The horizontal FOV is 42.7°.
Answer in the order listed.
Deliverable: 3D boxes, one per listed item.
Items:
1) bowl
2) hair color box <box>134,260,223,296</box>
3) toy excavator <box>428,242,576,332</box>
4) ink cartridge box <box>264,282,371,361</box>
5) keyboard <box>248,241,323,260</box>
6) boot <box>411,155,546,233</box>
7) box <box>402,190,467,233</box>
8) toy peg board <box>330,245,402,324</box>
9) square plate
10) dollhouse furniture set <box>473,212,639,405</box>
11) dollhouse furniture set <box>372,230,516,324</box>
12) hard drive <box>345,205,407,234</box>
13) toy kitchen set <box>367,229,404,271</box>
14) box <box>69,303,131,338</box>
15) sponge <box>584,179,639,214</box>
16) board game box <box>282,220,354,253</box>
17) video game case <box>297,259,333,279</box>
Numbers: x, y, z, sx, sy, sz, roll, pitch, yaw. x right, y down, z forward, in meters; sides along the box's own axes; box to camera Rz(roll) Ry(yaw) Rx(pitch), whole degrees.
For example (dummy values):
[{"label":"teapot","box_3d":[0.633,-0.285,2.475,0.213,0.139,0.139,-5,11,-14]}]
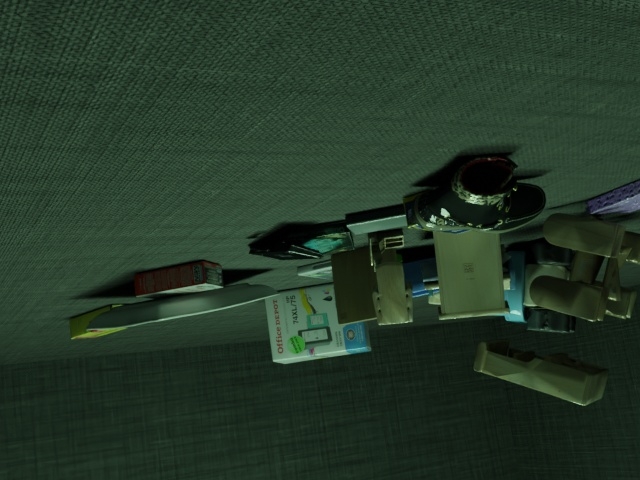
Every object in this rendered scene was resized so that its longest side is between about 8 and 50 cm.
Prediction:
[{"label":"bowl","box_3d":[0.226,0.103,2.078,0.390,0.077,0.391,-11,173,-1]},{"label":"hair color box","box_3d":[-0.304,0.087,1.764,0.167,0.054,0.093,-10,170,16]},{"label":"toy excavator","box_3d":[0.475,0.128,2.249,0.445,0.223,0.433,3,174,23]},{"label":"ink cartridge box","box_3d":[-0.005,0.239,2.368,0.270,0.198,0.197,-10,169,6]},{"label":"keyboard","box_3d":[-0.079,0.018,1.559,0.108,0.023,0.180,12,172,-27]},{"label":"boot","box_3d":[0.281,-0.072,1.293,0.236,0.085,0.178,-4,166,-16]},{"label":"box","box_3d":[0.218,-0.048,1.445,0.059,0.054,0.168,-17,165,38]},{"label":"toy peg board","box_3d":[0.118,0.100,1.833,0.160,0.161,0.079,-15,163,31]},{"label":"square plate","box_3d":[-0.331,0.153,1.946,0.344,0.049,0.347,-10,179,-43]},{"label":"dollhouse furniture set","box_3d":[0.532,0.132,1.832,0.256,0.394,0.362,14,-176,31]},{"label":"dollhouse furniture set","box_3d":[0.252,0.020,1.700,0.286,0.198,0.303,-6,-167,8]},{"label":"hard drive","box_3d":[0.120,-0.039,1.502,0.135,0.022,0.094,-10,169,12]},{"label":"toy kitchen set","box_3d":[0.134,0.007,1.645,0.075,0.083,0.068,-8,128,-1]},{"label":"box","box_3d":[-0.588,0.221,2.226,0.232,0.058,0.087,-17,166,41]},{"label":"sponge","box_3d":[0.625,-0.090,1.576,0.117,0.031,0.210,-3,167,-25]},{"label":"board game box","box_3d":[0.000,0.000,1.607,0.126,0.026,0.186,-8,169,4]},{"label":"video game case","box_3d":[0.063,0.067,2.000,0.173,0.022,0.190,-13,168,28]}]
